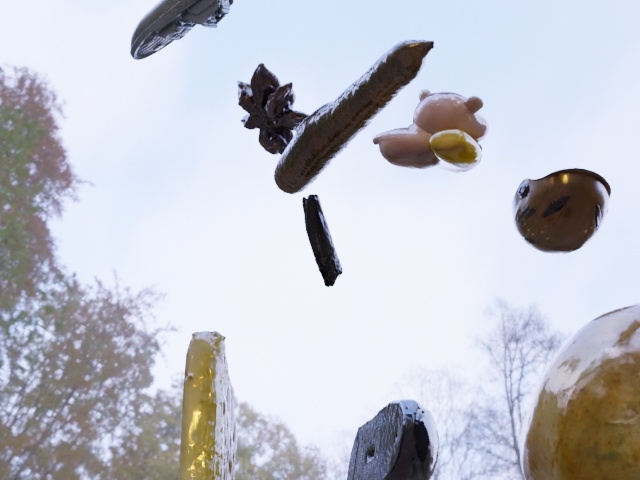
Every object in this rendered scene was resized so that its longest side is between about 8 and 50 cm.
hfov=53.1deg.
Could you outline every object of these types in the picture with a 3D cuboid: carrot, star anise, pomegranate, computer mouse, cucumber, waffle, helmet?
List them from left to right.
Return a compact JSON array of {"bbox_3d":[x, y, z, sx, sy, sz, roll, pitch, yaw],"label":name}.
[{"bbox_3d":[-0.147,0.276,0.862,0.055,0.221,0.248,-2,-40,-4],"label":"waffle"},{"bbox_3d":[-0.110,-0.271,1.338,0.197,0.073,0.212,47,-32,11],"label":"star anise"},{"bbox_3d":[-0.001,0.001,0.903,0.033,0.034,0.135,-6,-68,40],"label":"cucumber"},{"bbox_3d":[0.030,-0.157,0.819,0.070,0.070,0.342,36,-37,-12],"label":"carrot"},{"bbox_3d":[0.114,0.319,0.942,0.086,0.138,0.270,17,-33,-8],"label":"computer mouse"},{"bbox_3d":[0.509,-0.046,1.365,0.198,0.130,0.224,12,-25,-8],"label":"helmet"},{"bbox_3d":[0.419,0.278,0.727,0.416,0.417,0.417,8,-53,10],"label":"pomegranate"}]

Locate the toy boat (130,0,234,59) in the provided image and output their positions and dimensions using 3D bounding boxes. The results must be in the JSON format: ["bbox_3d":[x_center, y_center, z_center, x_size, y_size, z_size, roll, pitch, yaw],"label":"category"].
[{"bbox_3d":[-0.240,-0.376,1.097,0.260,0.078,0.085,-23,-91,33],"label":"toy boat"}]

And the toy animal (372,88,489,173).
[{"bbox_3d":[0.119,-0.111,0.652,0.114,0.082,0.091,1,-6,42],"label":"toy animal"}]
